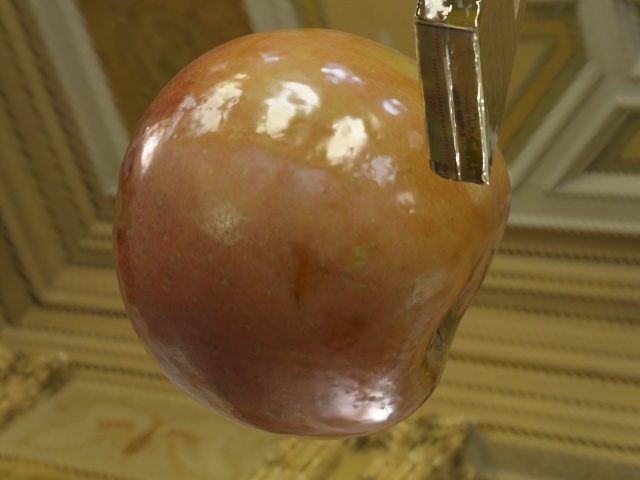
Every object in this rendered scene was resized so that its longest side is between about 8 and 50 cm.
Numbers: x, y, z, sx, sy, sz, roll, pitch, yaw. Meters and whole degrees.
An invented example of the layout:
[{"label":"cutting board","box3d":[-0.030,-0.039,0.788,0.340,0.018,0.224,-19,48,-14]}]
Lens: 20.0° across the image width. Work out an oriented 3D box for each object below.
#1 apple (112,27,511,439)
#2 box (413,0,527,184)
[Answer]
[{"label":"apple","box3d":[0.000,0.000,1.094,0.253,0.253,0.253,22,-46,25]},{"label":"box","box3d":[0.057,-0.098,0.612,0.023,0.133,0.090,9,-27,11]}]
